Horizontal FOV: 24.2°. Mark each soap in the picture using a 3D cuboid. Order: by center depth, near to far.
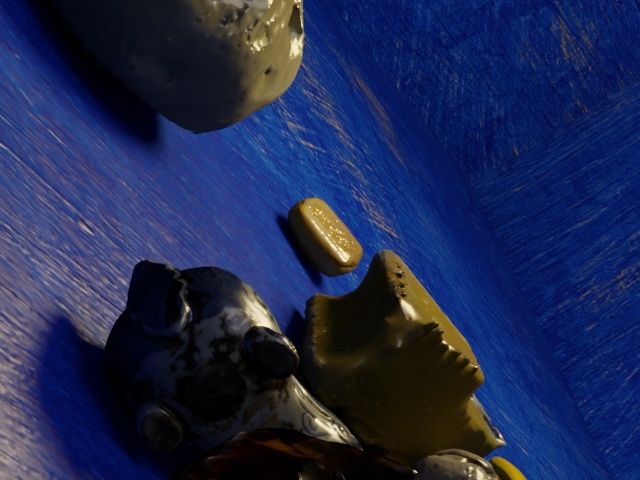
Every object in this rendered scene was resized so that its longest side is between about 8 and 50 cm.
[{"bbox_3d":[0.109,0.188,1.652,0.304,0.169,0.339,53,6,-7],"label":"soap"}]

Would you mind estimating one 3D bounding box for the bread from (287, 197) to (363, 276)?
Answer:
[{"bbox_3d":[0.000,0.000,1.972,0.115,0.056,0.082,49,29,1],"label":"bread"}]

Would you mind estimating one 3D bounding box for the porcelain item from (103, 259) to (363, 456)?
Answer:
[{"bbox_3d":[-0.065,0.128,1.232,0.288,0.138,0.186,53,3,-30],"label":"porcelain item"}]

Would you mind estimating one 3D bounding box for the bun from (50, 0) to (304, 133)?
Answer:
[{"bbox_3d":[-0.171,-0.298,1.629,0.362,0.234,0.326,55,16,14],"label":"bun"}]

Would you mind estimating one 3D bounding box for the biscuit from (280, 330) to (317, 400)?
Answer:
[{"bbox_3d":[-0.024,0.158,1.565,0.124,0.026,0.175,36,26,-60],"label":"biscuit"}]

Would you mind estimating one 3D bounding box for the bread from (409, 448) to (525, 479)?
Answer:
[{"bbox_3d":[0.220,0.376,1.639,0.337,0.183,0.102,65,10,11],"label":"bread"}]

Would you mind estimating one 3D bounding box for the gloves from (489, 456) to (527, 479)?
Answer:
[{"bbox_3d":[0.281,0.410,2.054,0.294,0.116,0.133,-116,-162,-66],"label":"gloves"}]

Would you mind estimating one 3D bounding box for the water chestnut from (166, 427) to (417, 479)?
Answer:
[{"bbox_3d":[0.014,0.241,0.939,0.300,0.300,0.300,54,13,-18],"label":"water chestnut"}]
